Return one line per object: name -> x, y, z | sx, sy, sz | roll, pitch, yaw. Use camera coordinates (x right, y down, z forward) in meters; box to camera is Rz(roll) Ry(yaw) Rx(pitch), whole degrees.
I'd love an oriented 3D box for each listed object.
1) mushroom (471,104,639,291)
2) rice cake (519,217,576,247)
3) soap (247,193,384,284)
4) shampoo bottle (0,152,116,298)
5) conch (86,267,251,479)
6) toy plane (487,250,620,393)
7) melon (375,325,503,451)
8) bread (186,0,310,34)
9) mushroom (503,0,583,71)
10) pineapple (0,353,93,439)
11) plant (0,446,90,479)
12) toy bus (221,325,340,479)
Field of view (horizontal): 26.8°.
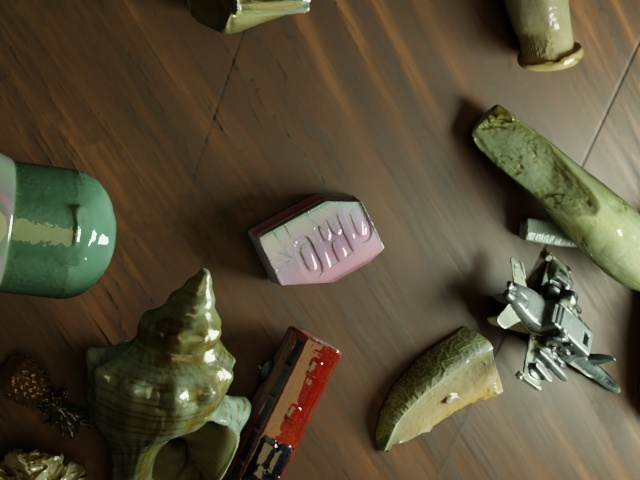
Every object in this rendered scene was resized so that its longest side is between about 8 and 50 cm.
mushroom -> 0.329, -0.041, 1.683 | 0.333, 0.107, 0.087 | 39, 101, -9
rice cake -> 0.343, -0.010, 1.751 | 0.180, 0.030, 0.042 | 6, 91, -20
soap -> 0.000, 0.000, 1.619 | 0.149, 0.056, 0.100 | -28, 107, -14
shampoo bottle -> -0.391, -0.023, 1.429 | 0.349, 0.151, 0.222 | 7, 88, -19
conch -> -0.178, 0.194, 1.535 | 0.203, 0.170, 0.386 | 11, 129, -13
toy plane -> 0.322, 0.128, 1.732 | 0.262, 0.088, 0.192 | 33, 57, -23
melon -> 0.143, 0.193, 1.703 | 0.182, 0.054, 0.098 | -26, 119, -15
bread -> -0.087, -0.339, 1.478 | 0.109, 0.192, 0.210 | -16, 100, -20
mushroom -> 0.264, -0.331, 1.657 | 0.096, 0.108, 0.247 | -6, 97, 22
pineapple -> -0.313, 0.181, 1.538 | 0.058, 0.058, 0.124 | -51, 123, -8
plant -> -0.319, 0.293, 1.502 | 0.116, 0.104, 0.122 | 31, 45, -27
toy bus -> -0.057, 0.219, 1.603 | 0.073, 0.096, 0.235 | 27, 85, -18
